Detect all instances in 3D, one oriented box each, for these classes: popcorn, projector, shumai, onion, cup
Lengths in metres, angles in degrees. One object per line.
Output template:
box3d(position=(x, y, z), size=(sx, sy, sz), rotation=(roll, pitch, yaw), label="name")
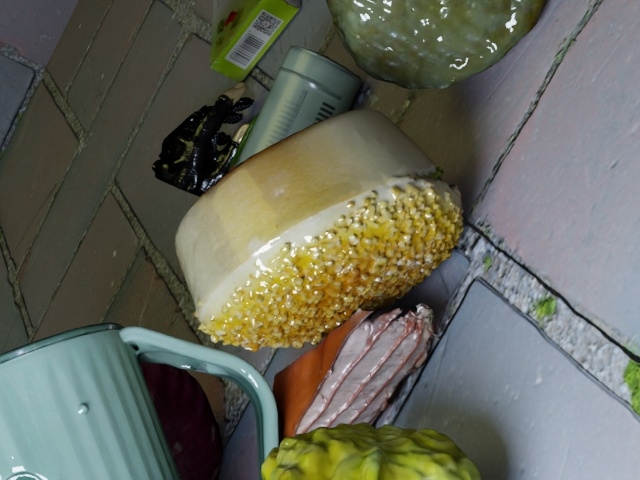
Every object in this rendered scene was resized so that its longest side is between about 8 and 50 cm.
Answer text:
box3d(position=(0.038, 0.281, 1.230), size=(0.237, 0.205, 0.252), rotation=(11, 95, 49), label="popcorn")
box3d(position=(-0.061, -0.077, 1.878), size=(0.338, 0.108, 0.108), rotation=(-65, 24, 2), label="projector")
box3d(position=(0.118, -0.348, 1.608), size=(0.288, 0.291, 0.330), rotation=(-110, 27, -67), label="shumai")
box3d(position=(-0.229, 0.261, 1.755), size=(0.230, 0.256, 0.272), rotation=(-22, 56, -4), label="onion")
box3d(position=(-0.228, 0.280, 1.420), size=(0.400, 0.392, 0.310), rotation=(-29, -8, 15), label="cup")

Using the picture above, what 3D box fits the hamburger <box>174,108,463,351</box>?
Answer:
box3d(position=(0.000, 0.000, 1.465), size=(0.302, 0.302, 0.170), rotation=(-43, 74, 41), label="hamburger")

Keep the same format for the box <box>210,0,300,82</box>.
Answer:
box3d(position=(-0.103, -0.395, 2.318), size=(0.175, 0.062, 0.261), rotation=(-47, 29, 35), label="box")

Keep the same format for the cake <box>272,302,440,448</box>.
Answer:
box3d(position=(0.026, 0.156, 1.494), size=(0.287, 0.098, 0.135), rotation=(-50, 29, 44), label="cake")

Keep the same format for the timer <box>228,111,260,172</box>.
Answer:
box3d(position=(-0.079, -0.110, 2.020), size=(0.128, 0.047, 0.140), rotation=(-62, 24, 12), label="timer")

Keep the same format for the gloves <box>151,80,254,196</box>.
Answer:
box3d(position=(-0.166, -0.158, 2.171), size=(0.181, 0.106, 0.129), rotation=(-69, 22, 3), label="gloves")
